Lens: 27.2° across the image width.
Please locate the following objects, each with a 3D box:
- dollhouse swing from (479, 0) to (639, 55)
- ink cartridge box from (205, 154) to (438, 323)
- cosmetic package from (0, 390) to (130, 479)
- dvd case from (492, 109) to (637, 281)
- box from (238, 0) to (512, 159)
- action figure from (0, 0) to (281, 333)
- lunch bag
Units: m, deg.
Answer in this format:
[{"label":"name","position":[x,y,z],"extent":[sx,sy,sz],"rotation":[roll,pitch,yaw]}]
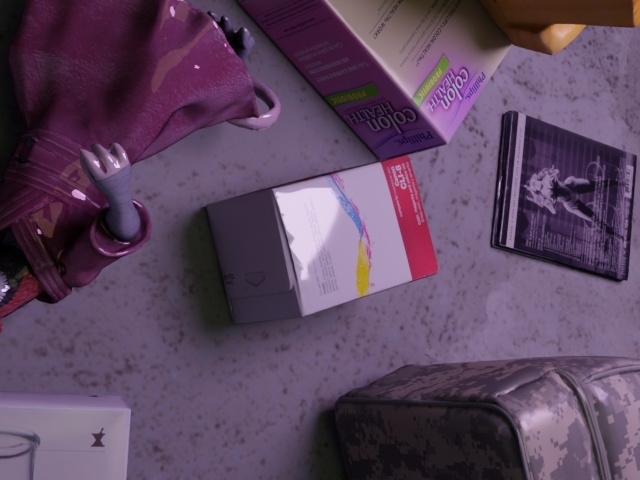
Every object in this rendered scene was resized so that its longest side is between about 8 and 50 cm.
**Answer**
[{"label":"dollhouse swing","position":[0.227,-0.392,1.263],"extent":[0.315,0.305,0.347],"rotation":[-47,110,-21]},{"label":"ink cartridge box","position":[0.000,0.000,1.312],"extent":[0.176,0.128,0.127],"rotation":[-16,93,-37]},{"label":"cosmetic package","position":[-0.337,0.250,0.960],"extent":[0.377,0.097,0.284],"rotation":[3,88,-14]},{"label":"dvd case","position":[0.300,-0.051,1.603],"extent":[0.221,0.018,0.164],"rotation":[15,77,-34]},{"label":"box","position":[0.075,-0.250,1.407],"extent":[0.243,0.117,0.213],"rotation":[45,61,-21]},{"label":"action figure","position":[-0.229,-0.065,1.163],"extent":[0.370,0.248,0.276],"rotation":[-64,160,-11]},{"label":"lunch bag","position":[0.206,0.212,1.325],"extent":[0.256,0.305,0.212],"rotation":[-21,97,-35]}]
